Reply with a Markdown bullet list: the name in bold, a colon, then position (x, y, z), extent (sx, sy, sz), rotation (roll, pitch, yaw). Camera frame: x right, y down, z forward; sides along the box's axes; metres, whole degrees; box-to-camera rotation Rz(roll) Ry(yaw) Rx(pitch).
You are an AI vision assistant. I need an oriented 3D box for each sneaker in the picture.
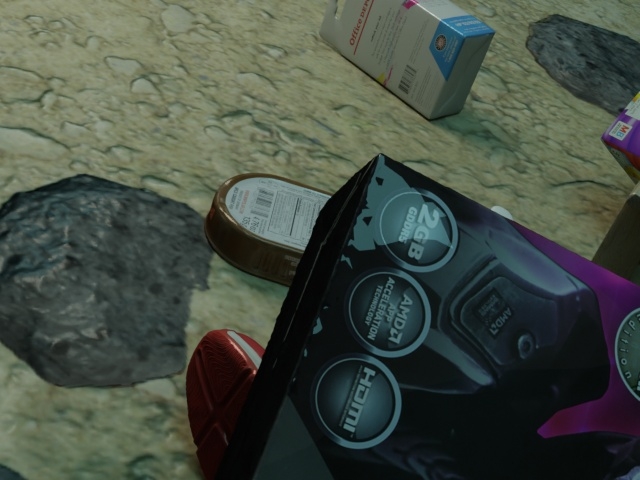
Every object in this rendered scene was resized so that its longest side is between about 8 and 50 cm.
- **sneaker**: position (0.014, 0.142, 0.650), extent (0.128, 0.087, 0.221), rotation (-6, 54, -46)

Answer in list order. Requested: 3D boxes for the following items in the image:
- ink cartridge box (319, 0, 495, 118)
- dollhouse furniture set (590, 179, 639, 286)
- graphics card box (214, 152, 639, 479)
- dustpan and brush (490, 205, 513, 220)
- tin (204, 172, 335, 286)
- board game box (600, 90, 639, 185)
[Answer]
- **ink cartridge box**: position (0.091, -0.227, 1.158), extent (0.181, 0.104, 0.061), rotation (41, 39, 26)
- **dollhouse furniture set**: position (0.329, 0.067, 0.832), extent (0.242, 0.161, 0.212), rotation (32, 35, 15)
- **graphics card box**: position (0.137, 0.141, 0.548), extent (0.370, 0.094, 0.233), rotation (26, 68, -9)
- **dustpan and brush**: position (0.152, 0.027, 0.868), extent (0.147, 0.060, 0.211), rotation (24, 37, -19)
- **tin**: position (0.000, 0.000, 0.862), extent (0.189, 0.040, 0.106), rotation (18, 39, -5)
- **board game box**: position (0.423, -0.062, 0.974), extent (0.144, 0.142, 0.275), rotation (40, 1, -36)
